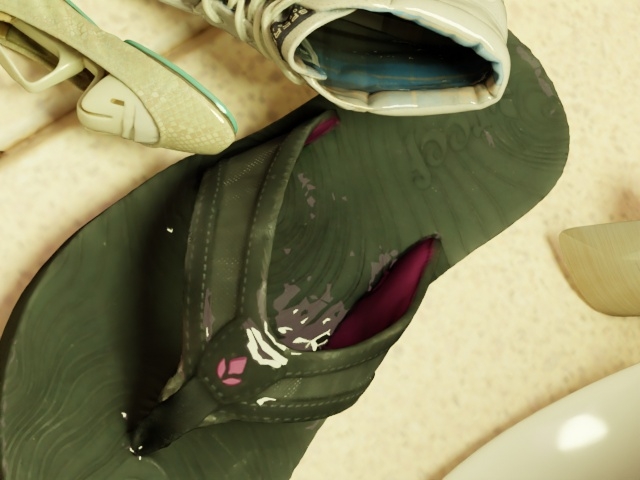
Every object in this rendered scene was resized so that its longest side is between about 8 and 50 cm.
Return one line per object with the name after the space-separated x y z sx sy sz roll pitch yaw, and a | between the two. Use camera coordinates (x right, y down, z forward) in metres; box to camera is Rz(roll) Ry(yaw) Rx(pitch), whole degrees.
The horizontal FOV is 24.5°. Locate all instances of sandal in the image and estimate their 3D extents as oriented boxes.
-0.001 -0.003 0.775 0.167 0.107 0.446 50 55 -6 | sandal

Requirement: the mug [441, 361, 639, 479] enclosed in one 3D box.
0.188 0.258 0.721 0.374 0.276 0.328 -26 94 -5 | mug

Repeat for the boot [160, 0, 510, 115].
-0.021 -0.137 0.773 0.258 0.095 0.123 9 34 -9 | boot

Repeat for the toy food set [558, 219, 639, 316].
0.331 -0.016 0.902 0.306 0.220 0.092 -9 91 -33 | toy food set

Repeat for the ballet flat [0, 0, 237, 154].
-0.120 -0.084 0.755 0.168 0.057 0.052 36 66 12 | ballet flat
